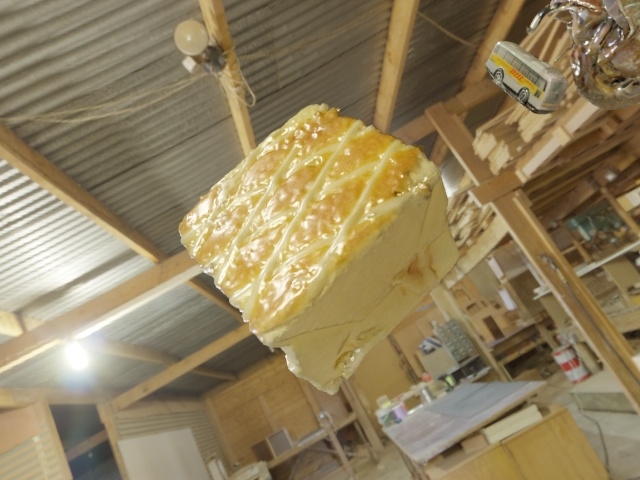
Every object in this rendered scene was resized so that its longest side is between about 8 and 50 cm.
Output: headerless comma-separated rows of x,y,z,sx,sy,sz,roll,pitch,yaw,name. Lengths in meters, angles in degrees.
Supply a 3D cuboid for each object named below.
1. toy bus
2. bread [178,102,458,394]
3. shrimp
0.376,-0.303,0.853,0.057,0.172,0.072,-5,-45,-22,toy bus
0.000,0.000,0.829,0.390,0.371,0.279,-47,-41,-6,bread
0.408,-0.352,0.699,0.116,0.343,0.145,-44,20,-26,shrimp
